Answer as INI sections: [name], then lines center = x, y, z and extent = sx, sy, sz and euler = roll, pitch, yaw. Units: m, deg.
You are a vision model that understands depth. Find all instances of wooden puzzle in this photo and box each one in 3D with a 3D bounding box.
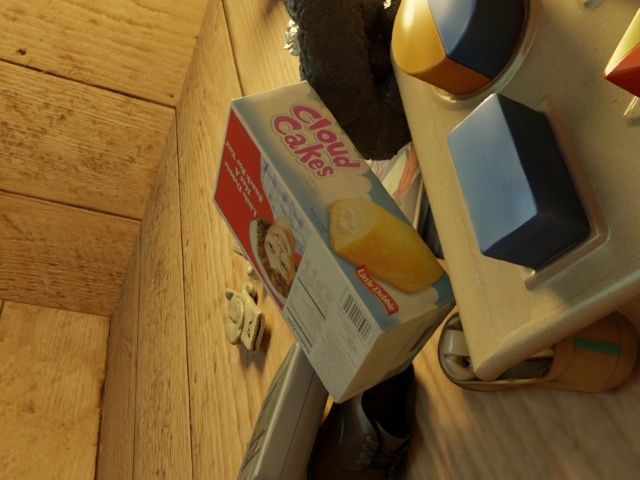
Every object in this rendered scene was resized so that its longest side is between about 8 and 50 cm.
[wooden puzzle]
center = 0.151, -0.125, 0.442
extent = 0.348, 0.081, 0.322
euler = -48, 42, 44

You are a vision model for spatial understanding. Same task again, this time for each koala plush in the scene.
[koala plush]
center = 0.045, -0.216, 0.800
extent = 0.221, 0.196, 0.203
euler = -106, 17, -58

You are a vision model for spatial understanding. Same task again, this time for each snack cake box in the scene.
[snack cake box]
center = 0.000, 0.000, 0.679
extent = 0.264, 0.089, 0.152
euler = 57, 151, 23

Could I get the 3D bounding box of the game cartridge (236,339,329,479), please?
[game cartridge]
center = -0.049, 0.230, 0.832
extent = 0.297, 0.062, 0.198
euler = 116, 170, -64

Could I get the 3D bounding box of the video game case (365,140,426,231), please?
[video game case]
center = 0.079, -0.024, 0.850
extent = 0.183, 0.023, 0.201
euler = 174, 107, -68

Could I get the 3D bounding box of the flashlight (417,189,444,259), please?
[flashlight]
center = 0.146, -0.131, 0.638
extent = 0.103, 0.103, 0.303
euler = -1, -77, -70

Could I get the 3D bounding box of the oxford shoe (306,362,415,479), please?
[oxford shoe]
center = 0.044, 0.212, 0.723
extent = 0.096, 0.083, 0.227
euler = 175, 106, -66

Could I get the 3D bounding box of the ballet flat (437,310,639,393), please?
[ballet flat]
center = 0.139, 0.078, 0.565
extent = 0.232, 0.073, 0.080
euler = 154, 124, -64

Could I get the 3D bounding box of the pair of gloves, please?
[pair of gloves]
center = -0.119, 0.070, 1.280
extent = 0.204, 0.042, 0.240
euler = 3, 83, 65
